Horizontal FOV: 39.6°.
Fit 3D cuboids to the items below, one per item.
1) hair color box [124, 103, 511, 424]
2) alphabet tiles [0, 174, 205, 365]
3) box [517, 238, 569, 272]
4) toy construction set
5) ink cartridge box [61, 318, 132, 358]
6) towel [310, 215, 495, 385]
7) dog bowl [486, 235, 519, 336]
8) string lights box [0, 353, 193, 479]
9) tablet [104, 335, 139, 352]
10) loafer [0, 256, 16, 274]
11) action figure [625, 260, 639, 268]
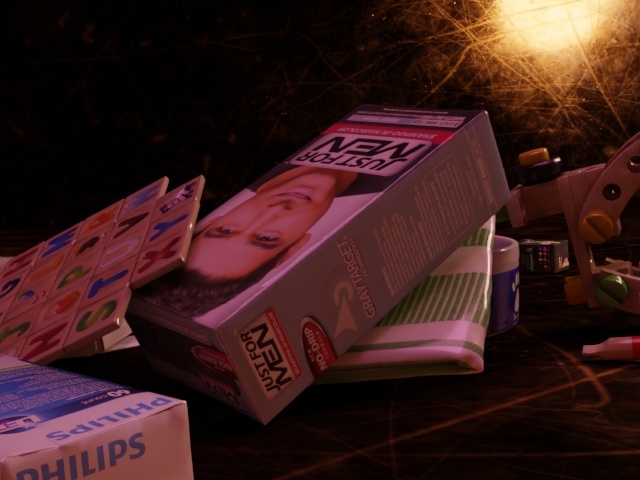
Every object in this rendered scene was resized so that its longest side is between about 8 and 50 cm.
[{"bbox_3d":[0.000,0.000,0.891,0.374,0.113,0.185,-39,32,-29],"label":"hair color box"},{"bbox_3d":[-0.269,0.048,0.896,0.343,0.011,0.285,-26,27,15],"label":"alphabet tiles"},{"bbox_3d":[0.376,0.027,1.528,0.083,0.052,0.062,0,7,37],"label":"box"},{"bbox_3d":[0.316,0.015,1.013,0.237,0.257,0.308,-7,34,19],"label":"toy construction set"},{"bbox_3d":[-0.310,0.086,1.112,0.148,0.085,0.203,-8,5,8],"label":"ink cartridge box"},{"bbox_3d":[0.065,0.037,0.960,0.248,0.038,0.324,-8,31,17],"label":"towel"},{"bbox_3d":[0.121,0.056,1.143,0.265,0.104,0.265,-3,7,0],"label":"dog bowl"},{"bbox_3d":[-0.221,0.143,0.628,0.260,0.076,0.133,3,9,45],"label":"string lights box"},{"bbox_3d":[-0.252,0.129,1.109,0.083,0.006,0.054,-7,7,-35],"label":"tablet"},{"bbox_3d":[-0.415,0.076,1.256,0.112,0.112,0.320,-4,-4,45],"label":"loafer"},{"bbox_3d":[0.498,0.049,1.383,0.038,0.030,0.115,3,9,7],"label":"action figure"}]
